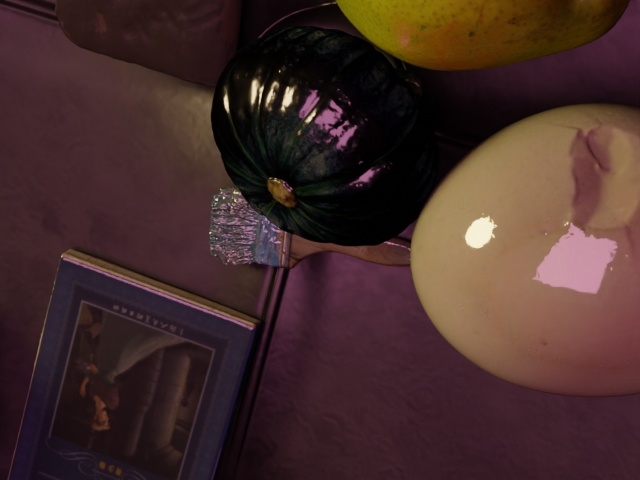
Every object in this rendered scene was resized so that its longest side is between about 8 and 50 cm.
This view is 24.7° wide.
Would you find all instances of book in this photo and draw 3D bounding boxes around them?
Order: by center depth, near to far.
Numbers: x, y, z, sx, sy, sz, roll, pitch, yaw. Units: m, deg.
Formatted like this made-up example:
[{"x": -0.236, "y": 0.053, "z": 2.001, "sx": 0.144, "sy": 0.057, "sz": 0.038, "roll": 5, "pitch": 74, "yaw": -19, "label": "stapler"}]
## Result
[{"x": -0.176, "y": 0.161, "z": 1.329, "sx": 0.190, "sy": 0.025, "sz": 0.269, "roll": 21, "pitch": 110, "yaw": 9, "label": "book"}]

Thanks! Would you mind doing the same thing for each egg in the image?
[{"x": 0.202, "y": 0.007, "z": 1.077, "sx": 0.269, "sy": 0.219, "sz": 0.219, "roll": -2, "pitch": 106, "yaw": -1, "label": "egg"}]

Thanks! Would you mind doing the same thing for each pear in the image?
[{"x": 0.114, "y": -0.204, "z": 1.051, "sx": 0.219, "sy": 0.187, "sz": 0.187, "roll": 30, "pitch": 113, "yaw": 32, "label": "pear"}]

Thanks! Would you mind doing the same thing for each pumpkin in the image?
[{"x": 0.002, "y": -0.079, "z": 1.131, "sx": 0.194, "sy": 0.150, "sz": 0.194, "roll": 8, "pitch": 144, "yaw": 6, "label": "pumpkin"}]

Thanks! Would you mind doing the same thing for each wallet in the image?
[{"x": -0.126, "y": -0.278, "z": 1.154, "sx": 0.165, "sy": 0.042, "sz": 0.310, "roll": 15, "pitch": 121, "yaw": 7, "label": "wallet"}]

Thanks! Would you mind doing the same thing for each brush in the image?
[{"x": 0.000, "y": 0.000, "z": 1.236, "sx": 0.196, "sy": 0.021, "sz": 0.070, "roll": 10, "pitch": 109, "yaw": 12, "label": "brush"}]
